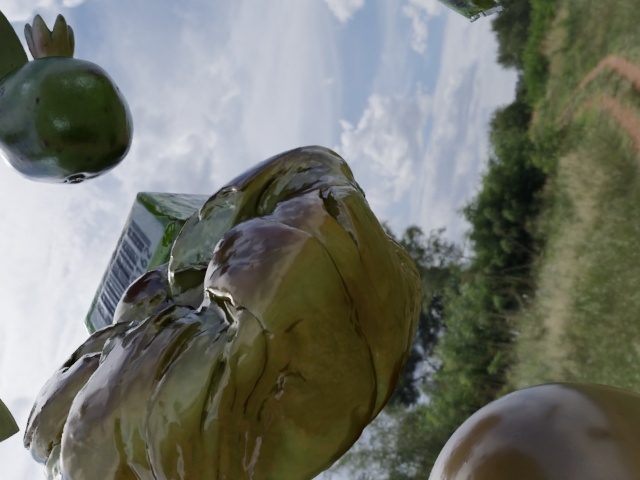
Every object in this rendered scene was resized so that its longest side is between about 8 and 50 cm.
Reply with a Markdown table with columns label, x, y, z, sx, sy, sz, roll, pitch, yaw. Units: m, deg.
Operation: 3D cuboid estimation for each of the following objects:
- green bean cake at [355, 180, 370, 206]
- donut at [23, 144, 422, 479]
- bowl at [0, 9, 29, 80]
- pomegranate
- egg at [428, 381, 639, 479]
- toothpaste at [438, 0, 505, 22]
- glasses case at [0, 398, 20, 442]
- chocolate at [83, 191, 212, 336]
| label | x | y | z | sx | sy | sz | roll | pitch | yaw |
| --- | --- | --- | --- | --- | --- | --- | --- | --- | --- |
| green bean cake | 0.000 | 0.000 | 1.020 | 0.094 | 0.181 | 0.173 | -73 | -33 | -47 |
| donut | -0.076 | 0.075 | 0.582 | 0.170 | 0.360 | 0.360 | 50 | -139 | -17 |
| bowl | -0.600 | -0.248 | 1.052 | 0.146 | 0.289 | 0.289 | -57 | -28 | -53 |
| pomegranate | -0.347 | -0.186 | 0.925 | 0.187 | 0.187 | 0.225 | 22 | -125 | -71 |
| egg | 0.259 | 0.289 | 0.613 | 0.301 | 0.374 | 0.301 | -13 | -68 | -34 |
| toothpaste | 0.166 | -0.396 | 1.045 | 0.248 | 0.078 | 0.047 | 21 | -101 | -30 |
| glasses case | -0.508 | 0.249 | 0.812 | 0.083 | 0.308 | 0.128 | -96 | -21 | -44 |
| chocolate | -0.224 | 0.061 | 1.178 | 0.288 | 0.137 | 0.301 | -2 | -53 | -56 |
